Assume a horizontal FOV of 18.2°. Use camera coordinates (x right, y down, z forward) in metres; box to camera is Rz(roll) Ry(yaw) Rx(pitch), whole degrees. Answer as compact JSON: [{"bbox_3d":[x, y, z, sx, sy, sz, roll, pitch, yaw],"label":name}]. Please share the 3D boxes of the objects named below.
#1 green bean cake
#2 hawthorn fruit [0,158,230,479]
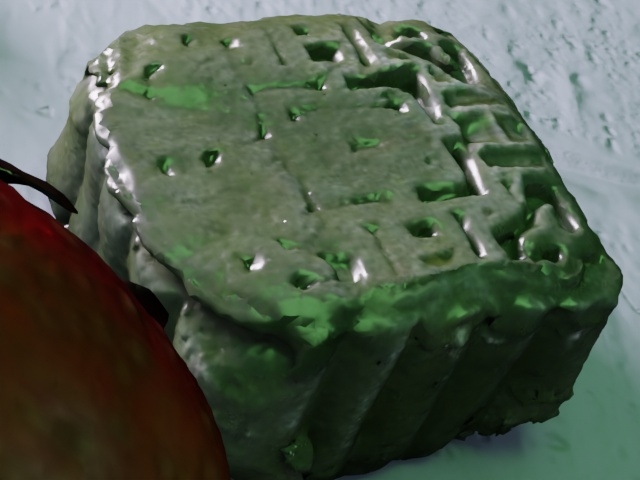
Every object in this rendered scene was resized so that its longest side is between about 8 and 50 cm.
[{"bbox_3d":[0.000,0.000,0.920,0.227,0.125,0.222,-8,52,-28],"label":"green bean cake"},{"bbox_3d":[-0.165,0.093,0.617,0.316,0.316,0.316,15,43,-14],"label":"hawthorn fruit"}]
